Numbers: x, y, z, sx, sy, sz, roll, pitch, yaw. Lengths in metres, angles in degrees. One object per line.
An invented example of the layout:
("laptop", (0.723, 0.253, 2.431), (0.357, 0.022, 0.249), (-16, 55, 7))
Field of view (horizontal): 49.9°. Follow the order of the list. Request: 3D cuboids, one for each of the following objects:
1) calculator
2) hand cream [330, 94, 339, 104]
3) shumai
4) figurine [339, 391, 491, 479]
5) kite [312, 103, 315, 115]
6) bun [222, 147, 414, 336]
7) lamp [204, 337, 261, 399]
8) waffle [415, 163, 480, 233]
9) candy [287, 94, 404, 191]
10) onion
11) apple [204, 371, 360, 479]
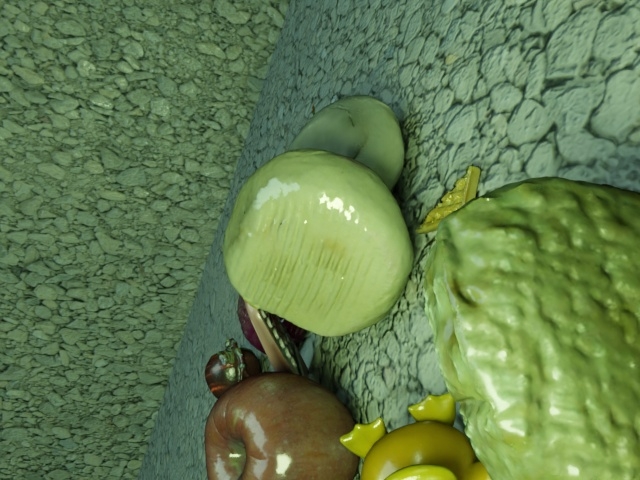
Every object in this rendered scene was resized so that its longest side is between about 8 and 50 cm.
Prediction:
("calculator", (-0.091, 0.203, 1.405), (0.220, 0.048, 0.329), (-113, -2, -63))
("hand cream", (0.038, -0.284, 1.753), (0.336, 0.076, 0.121), (-104, 35, -67))
("shumai", (0.214, 0.124, 0.647), (0.288, 0.292, 0.329), (130, 129, -65))
("figurine", (0.133, 0.322, 0.841), (0.228, 0.215, 0.215), (-90, 19, -76))
("kite", (0.024, -0.157, 1.634), (0.234, 0.016, 0.321), (88, 168, -75))
("bun", (0.000, 0.000, 1.225), (0.361, 0.361, 0.213), (-59, 5, 39))
("lamp", (-0.244, 0.385, 1.866), (0.215, 0.151, 0.223), (136, 143, -63))
("waffle", (0.207, -0.063, 1.133), (0.153, 0.023, 0.097), (159, 126, -68))
("candy", (0.055, -0.160, 1.397), (0.295, 0.185, 0.295), (-25, 53, 38))
("onion", (-0.100, 0.123, 1.655), (0.348, 0.159, 0.267), (128, 149, -50))
("apple", (-0.065, 0.372, 1.213), (0.306, 0.235, 0.305), (-10, 78, 54))
